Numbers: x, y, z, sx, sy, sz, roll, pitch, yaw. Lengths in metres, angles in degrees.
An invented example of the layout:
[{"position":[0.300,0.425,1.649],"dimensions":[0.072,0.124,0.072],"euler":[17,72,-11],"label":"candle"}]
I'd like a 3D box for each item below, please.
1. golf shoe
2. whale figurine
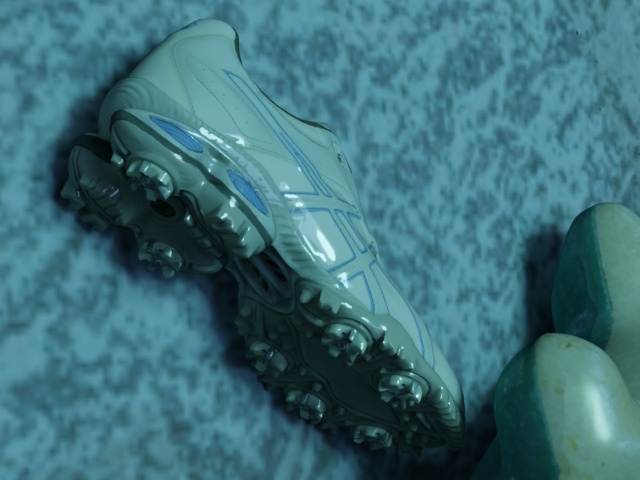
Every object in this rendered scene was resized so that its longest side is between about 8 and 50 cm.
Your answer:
[{"position":[0.000,0.000,0.502],"dimensions":[0.176,0.069,0.086],"euler":[49,49,-29],"label":"golf shoe"},{"position":[0.100,0.114,0.555],"dimensions":[0.216,0.141,0.272],"euler":[53,28,-37],"label":"whale figurine"}]
